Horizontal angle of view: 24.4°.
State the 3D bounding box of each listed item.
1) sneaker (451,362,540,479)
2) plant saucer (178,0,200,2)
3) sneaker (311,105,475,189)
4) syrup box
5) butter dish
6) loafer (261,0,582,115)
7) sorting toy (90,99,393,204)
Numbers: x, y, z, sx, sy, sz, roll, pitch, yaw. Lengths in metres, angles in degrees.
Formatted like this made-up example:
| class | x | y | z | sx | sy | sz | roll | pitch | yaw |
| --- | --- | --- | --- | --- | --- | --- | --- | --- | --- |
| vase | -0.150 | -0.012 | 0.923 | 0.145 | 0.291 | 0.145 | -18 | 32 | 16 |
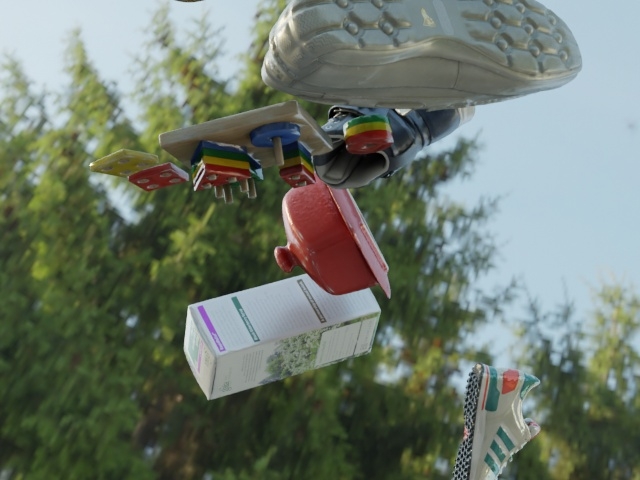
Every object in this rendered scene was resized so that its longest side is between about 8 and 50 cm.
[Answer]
| class | x | y | z | sx | sy | sz | roll | pitch | yaw |
| --- | --- | --- | --- | --- | --- | --- | --- | --- | --- |
| sneaker | 0.174 | 0.200 | 1.429 | 0.075 | 0.057 | 0.161 | 5 | -82 | -8 |
| plant saucer | -0.119 | -0.218 | 1.209 | 0.083 | 0.083 | 0.015 | 26 | -53 | -3 |
| sneaker | 0.023 | -0.145 | 1.536 | 0.226 | 0.163 | 0.086 | 33 | -29 | 34 |
| syrup box | -0.051 | 0.115 | 1.905 | 0.237 | 0.096 | 0.093 | -14 | -38 | -22 |
| butter dish | 0.000 | 0.000 | 1.801 | 0.118 | 0.160 | 0.160 | -28 | -40 | 3 |
| loafer | 0.095 | -0.170 | 1.340 | 0.319 | 0.112 | 0.111 | 2 | -27 | -30 |
| sorting toy | -0.073 | -0.074 | 1.383 | 0.274 | 0.046 | 0.132 | -13 | -15 | 12 |
